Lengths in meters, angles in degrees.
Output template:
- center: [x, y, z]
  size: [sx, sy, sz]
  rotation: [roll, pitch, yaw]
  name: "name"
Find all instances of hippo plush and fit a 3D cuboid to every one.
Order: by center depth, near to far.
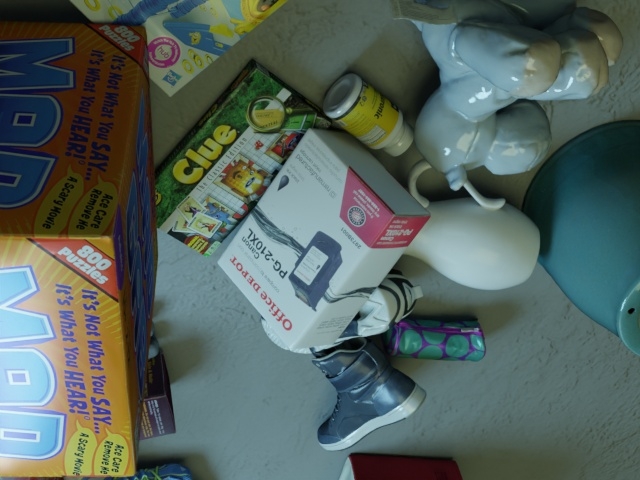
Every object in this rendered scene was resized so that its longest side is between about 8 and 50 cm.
- center: [0.204, -0.169, 1.352]
  size: [0.294, 0.234, 0.237]
  rotation: [1, 124, -14]
  name: "hippo plush"

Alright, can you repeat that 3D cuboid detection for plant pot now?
- center: [0.444, 0.015, 1.523]
  size: [0.271, 0.255, 0.272]
  rotation: [-6, 125, -9]
  name: "plant pot"

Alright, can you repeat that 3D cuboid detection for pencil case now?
- center: [0.169, 0.145, 1.669]
  size: [0.151, 0.064, 0.070]
  rotation: [4, 139, -16]
  name: "pencil case"

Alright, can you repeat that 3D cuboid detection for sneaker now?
- center: [0.041, 0.093, 1.587]
  size: [0.235, 0.094, 0.153]
  rotation: [-20, 176, 37]
  name: "sneaker"
- center: [0.031, 0.221, 1.683]
  size: [0.163, 0.086, 0.226]
  rotation: [43, 132, -10]
  name: "sneaker"
- center: [-0.278, 0.378, 1.731]
  size: [0.240, 0.091, 0.126]
  rotation: [39, 91, -31]
  name: "sneaker"

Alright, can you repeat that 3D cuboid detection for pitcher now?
- center: [0.197, -0.023, 1.521]
  size: [0.207, 0.125, 0.178]
  rotation: [13, 129, -10]
  name: "pitcher"

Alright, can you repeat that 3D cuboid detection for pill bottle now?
- center: [0.065, -0.157, 1.433]
  size: [0.116, 0.065, 0.065]
  rotation: [34, 111, -31]
  name: "pill bottle"

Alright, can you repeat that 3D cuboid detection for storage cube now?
- center: [0.127, 0.478, 1.820]
  size: [0.193, 0.184, 0.215]
  rotation: [6, 123, -15]
  name: "storage cube"

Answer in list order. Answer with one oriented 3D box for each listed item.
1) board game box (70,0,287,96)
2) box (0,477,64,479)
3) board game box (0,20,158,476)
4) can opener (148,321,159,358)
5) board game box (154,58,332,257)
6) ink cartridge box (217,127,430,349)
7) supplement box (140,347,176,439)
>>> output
- center: [-0.157, -0.364, 1.224]
  size: [0.302, 0.086, 0.308]
  rotation: [-37, 124, 14]
  name: "board game box"
- center: [-0.447, 0.423, 1.575]
  size: [0.142, 0.300, 0.154]
  rotation: [-17, 125, 2]
  name: "box"
- center: [-0.372, 0.006, 1.214]
  size: [0.356, 0.357, 0.356]
  rotation: [1, 132, -3]
  name: "board game box"
- center: [-0.367, 0.163, 1.555]
  size: [0.280, 0.093, 0.074]
  rotation: [-17, 129, -11]
  name: "can opener"
- center: [-0.119, -0.101, 1.454]
  size: [0.136, 0.030, 0.260]
  rotation: [33, 112, -28]
  name: "board game box"
- center: [0.000, 0.000, 1.451]
  size: [0.100, 0.172, 0.237]
  rotation: [-2, 134, -55]
  name: "ink cartridge box"
- center: [-0.308, 0.232, 1.596]
  size: [0.188, 0.104, 0.081]
  rotation: [-11, 127, -5]
  name: "supplement box"
